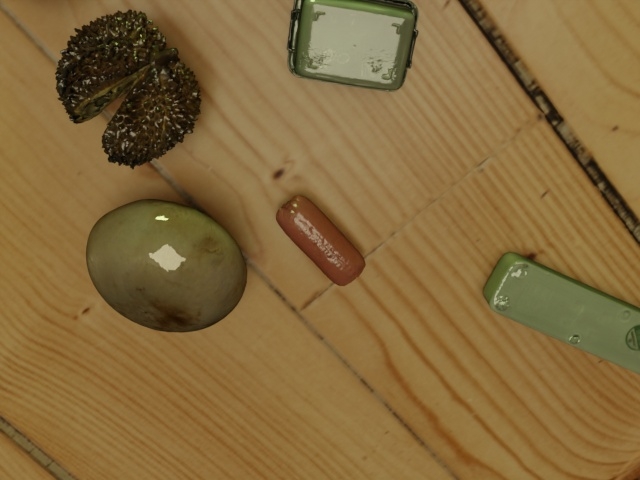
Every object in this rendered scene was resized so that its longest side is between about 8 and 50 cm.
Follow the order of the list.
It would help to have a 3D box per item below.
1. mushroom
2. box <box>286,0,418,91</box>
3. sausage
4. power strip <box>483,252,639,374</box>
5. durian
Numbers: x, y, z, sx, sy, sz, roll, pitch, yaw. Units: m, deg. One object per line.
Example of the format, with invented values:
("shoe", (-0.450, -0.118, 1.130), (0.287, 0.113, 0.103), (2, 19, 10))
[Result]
("mushroom", (-0.211, 0.029, 0.869), (0.226, 0.178, 0.226), (13, 138, 12))
("box", (0.042, -0.258, 0.799), (0.172, 0.093, 0.124), (7, 114, -2))
("sausage", (0.000, 0.000, 0.906), (0.062, 0.062, 0.154), (-41, 104, 12))
("power strip", (0.441, 0.131, 0.951), (0.385, 0.062, 0.091), (23, 107, -7))
("durian", (-0.238, -0.195, 0.781), (0.196, 0.167, 0.196), (10, 142, 8))
